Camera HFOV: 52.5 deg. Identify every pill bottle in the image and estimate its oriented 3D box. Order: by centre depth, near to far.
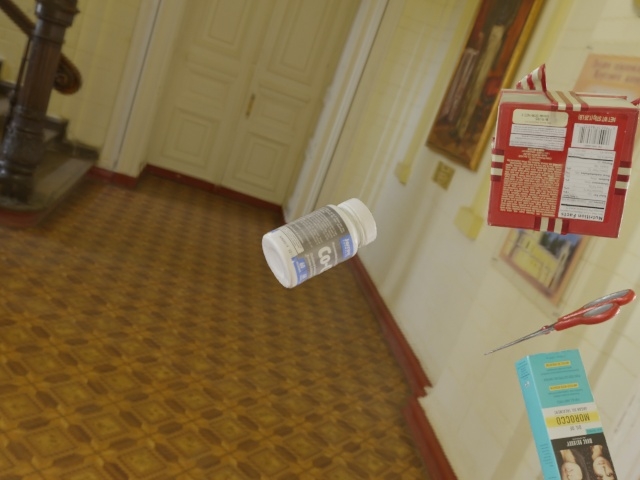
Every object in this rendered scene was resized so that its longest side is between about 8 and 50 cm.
[{"bbox_3d":[0.000,0.000,0.852,0.137,0.078,0.078,-26,36,-20],"label":"pill bottle"}]

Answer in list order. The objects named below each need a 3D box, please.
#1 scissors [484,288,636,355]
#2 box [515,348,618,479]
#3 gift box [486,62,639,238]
[{"bbox_3d":[0.442,0.158,1.214,0.109,0.297,0.021,-31,87,-43],"label":"scissors"},{"bbox_3d":[0.415,0.314,1.101,0.101,0.244,0.060,-6,-23,-9],"label":"box"},{"bbox_3d":[0.438,-0.168,1.171,0.255,0.276,0.258,11,19,13],"label":"gift box"}]
